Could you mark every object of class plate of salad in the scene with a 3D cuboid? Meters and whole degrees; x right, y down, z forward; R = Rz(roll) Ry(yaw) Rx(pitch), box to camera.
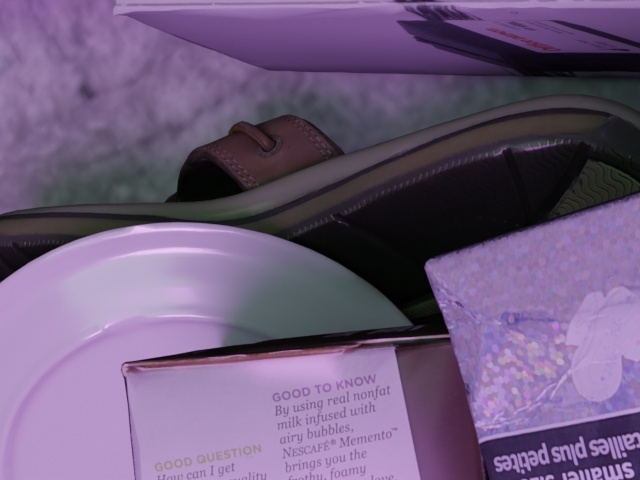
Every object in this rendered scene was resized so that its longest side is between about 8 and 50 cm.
[{"bbox_3d":[-0.046,0.078,0.644,0.199,0.048,0.200,0,117,1],"label":"plate of salad"}]

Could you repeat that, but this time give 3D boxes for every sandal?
[{"bbox_3d":[0.002,0.001,0.658,0.302,0.120,0.086,-11,41,28],"label":"sandal"}]

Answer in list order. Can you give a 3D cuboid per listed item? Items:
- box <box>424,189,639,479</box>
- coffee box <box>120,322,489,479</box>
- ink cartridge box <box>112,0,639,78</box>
[{"bbox_3d":[0.179,0.031,0.416,0.247,0.163,0.142,-19,86,39],"label":"box"},{"bbox_3d":[0.013,0.151,0.517,0.098,0.141,0.247,-6,88,6],"label":"coffee box"},{"bbox_3d":[0.094,-0.176,0.608,0.307,0.129,0.223,4,85,28],"label":"ink cartridge box"}]
